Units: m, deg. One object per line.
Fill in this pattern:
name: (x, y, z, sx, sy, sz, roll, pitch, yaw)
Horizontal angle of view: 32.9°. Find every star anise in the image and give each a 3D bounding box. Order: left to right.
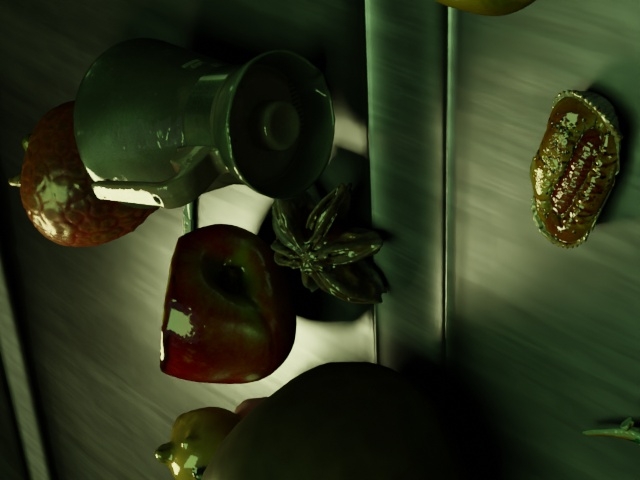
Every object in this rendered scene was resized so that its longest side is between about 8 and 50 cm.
star anise: (0.000, 0.000, 1.565, 0.236, 0.093, 0.229, -15, 106, 56)

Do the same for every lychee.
lychee: (-0.398, -0.112, 1.842, 0.300, 0.255, 0.255, 14, 122, 33)

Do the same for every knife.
knife: (-0.227, -0.046, 1.860, 0.028, 0.015, 0.210, 29, 133, 27)

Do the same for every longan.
longan: (0.016, 0.358, 1.504, 0.404, 0.404, 0.336, 20, 154, 42)

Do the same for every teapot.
teapot: (-0.183, -0.152, 1.519, 0.344, 0.300, 0.253, 5, 132, 44)

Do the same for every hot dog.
hot dog: (0.281, -0.075, 1.208, 0.099, 0.053, 0.192, 38, 134, 35)

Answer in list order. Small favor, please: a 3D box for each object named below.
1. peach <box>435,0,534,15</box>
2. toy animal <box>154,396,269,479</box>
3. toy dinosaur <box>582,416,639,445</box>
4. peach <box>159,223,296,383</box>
peach: (0.162, -0.351, 1.110, 0.251, 0.153, 0.251, 30, 146, 23)
toy animal: (-0.132, 0.342, 1.790, 0.169, 0.281, 0.195, 64, 149, 33)
toy dinosaur: (0.401, 0.241, 1.277, 0.106, 0.044, 0.187, 44, 141, -1)
peach: (-0.158, 0.120, 1.697, 0.245, 0.248, 0.274, 36, 150, -2)
